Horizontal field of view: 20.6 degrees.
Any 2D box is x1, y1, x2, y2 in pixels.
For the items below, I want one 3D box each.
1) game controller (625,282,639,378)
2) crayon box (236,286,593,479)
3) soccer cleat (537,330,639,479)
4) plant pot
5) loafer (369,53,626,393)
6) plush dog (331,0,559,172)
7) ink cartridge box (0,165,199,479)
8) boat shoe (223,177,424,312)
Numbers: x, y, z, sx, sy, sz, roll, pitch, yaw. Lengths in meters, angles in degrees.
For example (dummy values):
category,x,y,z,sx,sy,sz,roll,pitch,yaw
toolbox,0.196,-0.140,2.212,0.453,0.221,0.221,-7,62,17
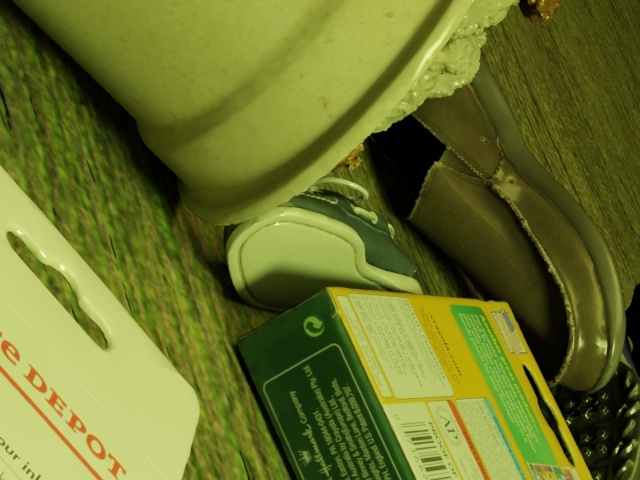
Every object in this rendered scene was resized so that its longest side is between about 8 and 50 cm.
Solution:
category,x,y,z,sx,sy,sz,roll,pitch,yaw
game controller,0.320,0.122,1.643,0.319,0.067,0.166,1,86,-86
crayon box,0.085,0.144,1.245,0.323,0.083,0.203,7,55,-63
soccer cleat,0.243,0.144,1.574,0.318,0.108,0.116,-91,158,-50
plant pot,-0.095,-0.229,1.089,0.305,0.334,0.334,35,30,-23
loafer,0.132,-0.016,1.527,0.130,0.134,0.366,-16,61,-26
plush dog,0.058,-0.190,1.365,0.262,0.225,0.211,25,38,-22
ink cartridge box,-0.176,0.114,0.666,0.207,0.119,0.353,51,24,-18
boat shoe,0.000,0.000,1.232,0.254,0.095,0.079,22,44,-59
